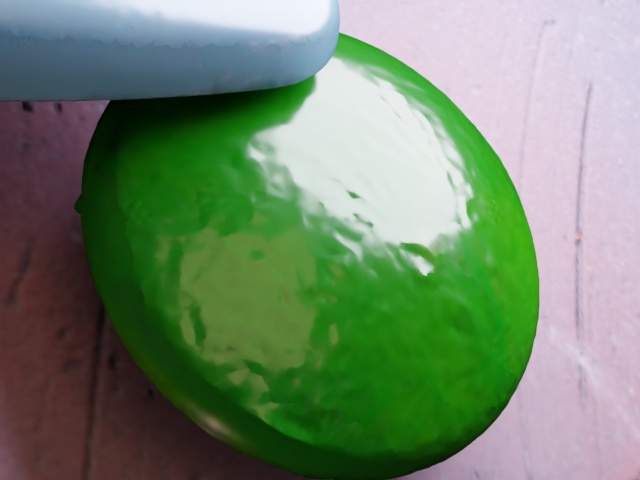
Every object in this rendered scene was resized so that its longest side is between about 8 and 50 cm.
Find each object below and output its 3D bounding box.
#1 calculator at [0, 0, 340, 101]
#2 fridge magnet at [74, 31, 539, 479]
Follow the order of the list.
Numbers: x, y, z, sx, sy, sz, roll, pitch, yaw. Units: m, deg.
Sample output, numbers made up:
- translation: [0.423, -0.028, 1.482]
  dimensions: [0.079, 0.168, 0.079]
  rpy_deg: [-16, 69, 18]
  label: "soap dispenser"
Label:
- translation: [-0.166, -0.147, 0.444]
  dimensions: [0.386, 0.054, 0.256]
  rpy_deg: [3, 45, -26]
  label: "calculator"
- translation: [0.000, 0.000, 0.477]
  dimensions: [0.208, 0.088, 0.208]
  rpy_deg: [13, 60, -23]
  label: "fridge magnet"
